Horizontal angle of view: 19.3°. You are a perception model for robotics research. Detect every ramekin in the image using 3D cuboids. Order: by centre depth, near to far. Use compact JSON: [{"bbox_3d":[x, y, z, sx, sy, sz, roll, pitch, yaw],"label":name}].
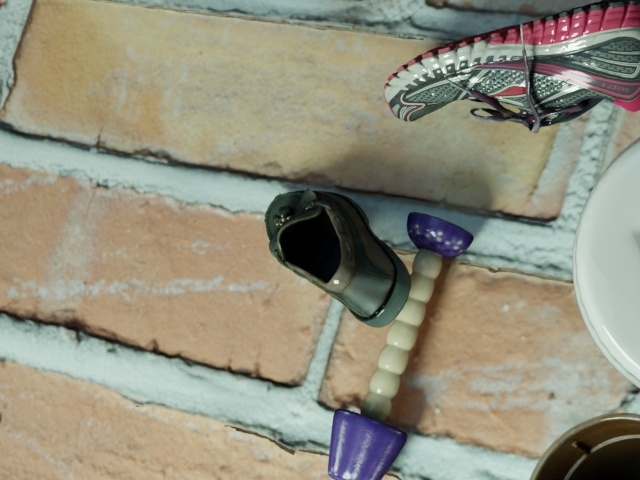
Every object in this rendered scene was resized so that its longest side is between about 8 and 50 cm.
[{"bbox_3d":[0.350,0.018,1.625,0.277,0.135,0.277,0,89,14],"label":"ramekin"}]

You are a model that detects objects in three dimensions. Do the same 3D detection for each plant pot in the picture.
[{"bbox_3d":[0.283,0.249,1.622,0.167,0.165,0.167,-12,66,28],"label":"plant pot"}]

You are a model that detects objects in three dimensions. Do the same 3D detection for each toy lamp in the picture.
[{"bbox_3d":[0.076,0.112,1.863,0.080,0.080,0.275,16,80,36],"label":"toy lamp"}]

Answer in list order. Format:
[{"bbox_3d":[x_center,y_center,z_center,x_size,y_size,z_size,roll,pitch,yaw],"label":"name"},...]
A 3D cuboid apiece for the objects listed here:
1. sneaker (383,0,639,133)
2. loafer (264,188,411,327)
[{"bbox_3d":[0.193,-0.158,1.871,0.299,0.121,0.112,-11,97,37],"label":"sneaker"},{"bbox_3d":[0.000,0.000,1.899,0.096,0.084,0.267,-60,32,6],"label":"loafer"}]
